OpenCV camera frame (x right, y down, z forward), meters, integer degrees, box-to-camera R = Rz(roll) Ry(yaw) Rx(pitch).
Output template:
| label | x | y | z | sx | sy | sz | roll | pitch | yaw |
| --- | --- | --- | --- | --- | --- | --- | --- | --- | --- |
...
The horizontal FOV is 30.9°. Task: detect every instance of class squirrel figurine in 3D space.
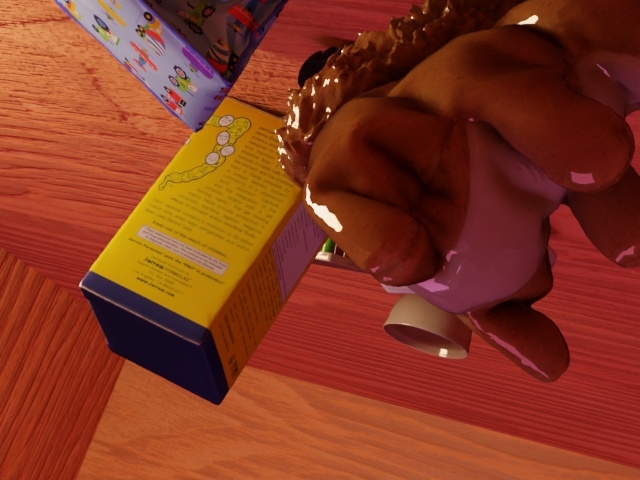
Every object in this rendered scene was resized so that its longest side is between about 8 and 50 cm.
| label | x | y | z | sx | sy | sz | roll | pitch | yaw |
| --- | --- | --- | --- | --- | --- | --- | --- | --- | --- |
| squirrel figurine | 0.158 | -0.138 | 1.010 | 0.281 | 0.370 | 0.397 | 33 | -172 | -37 |

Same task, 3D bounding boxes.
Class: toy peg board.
| label | x | y | z | sx | sy | sz | roll | pitch | yaw |
| --- | --- | --- | --- | --- | --- | --- | --- | --- | --- |
| toy peg board | 0.000 | 0.000 | 2.021 | 0.161 | 0.079 | 0.160 | 10 | 176 | 33 |

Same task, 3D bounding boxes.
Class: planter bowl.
| label | x | y | z | sx | sy | sz | roll | pitch | yaw |
| --- | --- | --- | --- | --- | --- | --- | --- | --- | --- |
| planter bowl | 0.207 | 0.135 | 2.104 | 0.162 | 0.109 | 0.162 | 18 | 164 | 6 |

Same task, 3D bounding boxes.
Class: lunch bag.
| label | x | y | z | sx | sy | sz | roll | pitch | yaw |
| --- | --- | --- | --- | --- | --- | --- | --- | --- | --- |
| lunch bag | -0.211 | -0.277 | 1.322 | 0.293 | 0.138 | 0.221 | 33 | 164 | -9 |

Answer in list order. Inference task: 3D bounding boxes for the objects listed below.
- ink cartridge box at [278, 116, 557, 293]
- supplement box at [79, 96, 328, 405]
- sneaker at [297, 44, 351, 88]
| label | x | y | z | sx | sy | sz | roll | pitch | yaw |
| --- | --- | --- | --- | --- | --- | --- | --- | --- | --- |
| ink cartridge box | 0.119 | -0.071 | 1.681 | 0.308 | 0.091 | 0.385 | 0 | 137 | 50 |
| supplement box | -0.139 | 0.010 | 1.610 | 0.195 | 0.357 | 0.194 | 24 | 152 | 18 |
| sneaker | 0.099 | -0.137 | 1.397 | 0.283 | 0.110 | 0.122 | 23 | 166 | -6 |
